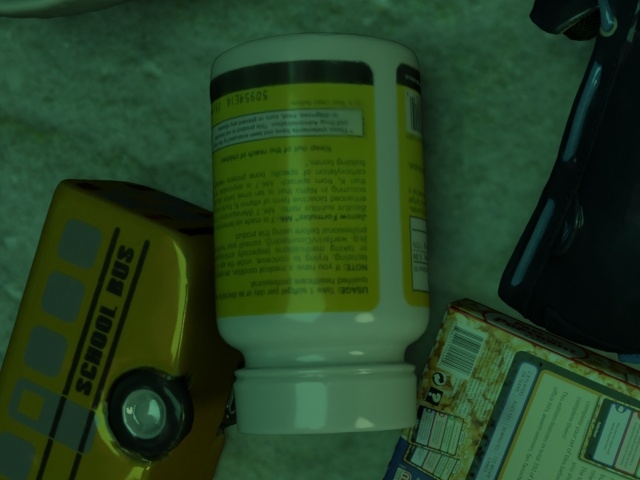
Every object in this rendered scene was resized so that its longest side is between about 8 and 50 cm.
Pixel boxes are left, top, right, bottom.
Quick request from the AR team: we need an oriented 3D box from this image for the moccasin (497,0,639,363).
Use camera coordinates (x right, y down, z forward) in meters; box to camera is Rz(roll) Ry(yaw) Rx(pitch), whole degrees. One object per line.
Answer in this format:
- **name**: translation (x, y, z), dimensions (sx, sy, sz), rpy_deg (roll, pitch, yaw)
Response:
- **moccasin**: translation (0.157, -0.109, 0.642), dimensions (0.117, 0.138, 0.342), rpy_deg (13, 96, 24)

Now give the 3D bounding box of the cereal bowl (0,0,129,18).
- **cereal bowl**: translation (-0.149, -0.295, 0.741), dimensions (0.339, 0.141, 0.339), rpy_deg (1, 92, 20)

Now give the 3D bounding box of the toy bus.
- **toy bus**: translation (-0.135, 0.140, 0.771), dimensions (0.130, 0.108, 0.333), rpy_deg (21, 99, 18)

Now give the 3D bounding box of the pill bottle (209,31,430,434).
- **pill bottle**: translation (0.000, 0.000, 0.700), dimensions (0.119, 0.119, 0.208), rpy_deg (-4, 84, 20)

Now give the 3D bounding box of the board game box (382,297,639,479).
- **board game box**: translation (0.138, 0.136, 0.705), dimensions (0.193, 0.045, 0.147), rpy_deg (24, 100, 18)
